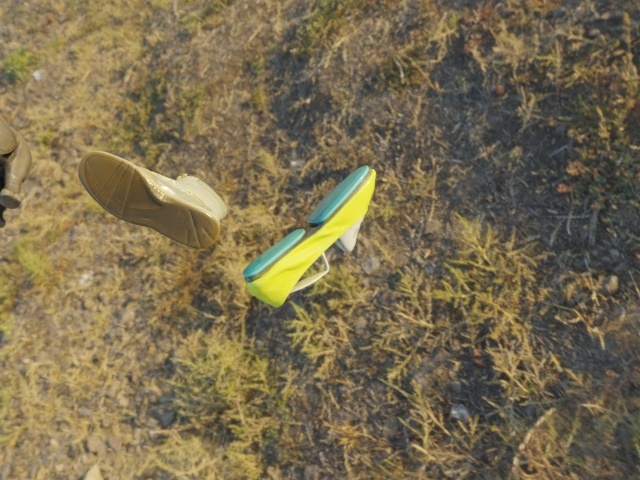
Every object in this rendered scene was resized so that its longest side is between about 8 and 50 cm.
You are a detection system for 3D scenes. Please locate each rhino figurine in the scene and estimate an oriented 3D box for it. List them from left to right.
[{"bbox_3d":[-0.370,-0.121,0.572,0.073,0.243,0.106,-12,57,1],"label":"rhino figurine"}]

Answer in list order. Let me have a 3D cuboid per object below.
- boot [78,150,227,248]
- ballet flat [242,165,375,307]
[{"bbox_3d":[-0.243,-0.072,0.873,0.077,0.213,0.165,-59,10,12],"label":"boot"},{"bbox_3d":[0.000,0.000,0.768,0.231,0.077,0.077,-43,18,-9],"label":"ballet flat"}]
